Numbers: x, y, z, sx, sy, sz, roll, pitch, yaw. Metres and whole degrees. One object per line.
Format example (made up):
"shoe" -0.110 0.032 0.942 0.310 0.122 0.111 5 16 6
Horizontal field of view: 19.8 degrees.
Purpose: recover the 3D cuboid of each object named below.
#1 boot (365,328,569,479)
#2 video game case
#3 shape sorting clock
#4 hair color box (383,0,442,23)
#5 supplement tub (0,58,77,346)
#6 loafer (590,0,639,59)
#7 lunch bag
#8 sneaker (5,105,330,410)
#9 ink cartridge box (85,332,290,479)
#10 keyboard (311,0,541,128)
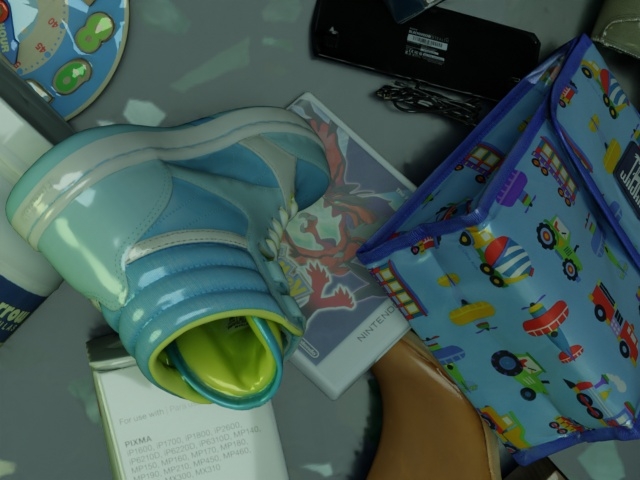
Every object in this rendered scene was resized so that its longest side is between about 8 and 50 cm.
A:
"boot" 0.061 0.203 1.505 0.220 0.109 0.283 -42 103 2
"video game case" 0.000 0.000 1.454 0.201 0.023 0.183 42 63 12
"shape sorting clock" -0.254 -0.184 1.457 0.206 0.040 0.206 2 106 6
"hair color box" 0.057 -0.367 1.456 0.174 0.105 0.347 -32 95 -9
"supplement tub" -0.333 0.009 1.368 0.235 0.235 0.325 44 93 -6
"loafer" 0.325 -0.125 1.515 0.251 0.094 0.087 40 94 3
"lunch bag" 0.201 -0.007 1.453 0.221 0.138 0.293 52 49 -15
"sneaker" -0.059 0.019 1.299 0.208 0.319 0.127 52 123 16
"ink cartridge box" -0.087 0.220 1.418 0.131 0.226 0.306 -12 94 -8
"keyboard" 0.083 -0.146 1.520 0.192 0.038 0.100 14 68 -5
